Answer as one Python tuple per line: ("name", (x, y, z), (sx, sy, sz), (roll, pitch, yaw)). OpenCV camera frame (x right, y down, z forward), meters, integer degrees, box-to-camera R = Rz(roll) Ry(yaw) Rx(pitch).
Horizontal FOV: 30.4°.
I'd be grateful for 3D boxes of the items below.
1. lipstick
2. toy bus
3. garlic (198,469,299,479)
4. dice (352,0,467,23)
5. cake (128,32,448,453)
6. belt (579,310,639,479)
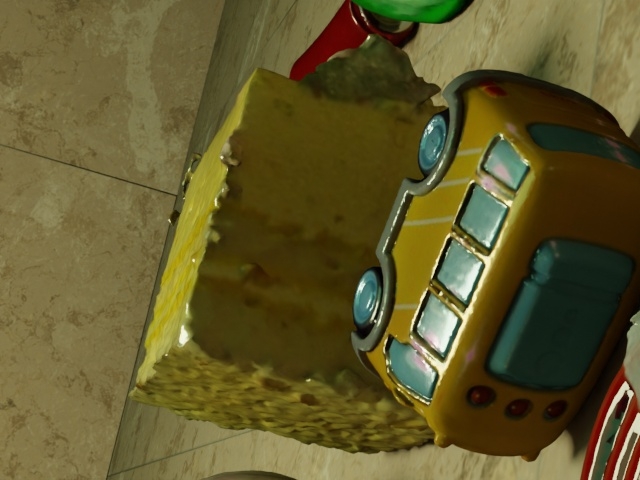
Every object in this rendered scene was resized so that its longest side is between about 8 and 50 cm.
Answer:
("lipstick", (0.032, -0.217, 1.323), (0.241, 0.080, 0.080), (145, 139, -67))
("toy bus", (0.110, 0.021, 0.676), (0.136, 0.126, 0.210), (-122, 49, -60))
("garlic", (-0.103, 0.324, 0.878), (0.317, 0.259, 0.317), (-167, 90, -72))
("dice", (0.084, -0.283, 1.097), (0.131, 0.128, 0.120), (154, 132, -73))
("cake", (0.000, 0.000, 0.910), (0.227, 0.222, 0.286), (141, 144, -64))
("belt", (0.173, 0.131, 0.331), (0.227, 0.115, 0.324), (124, 156, -45))
